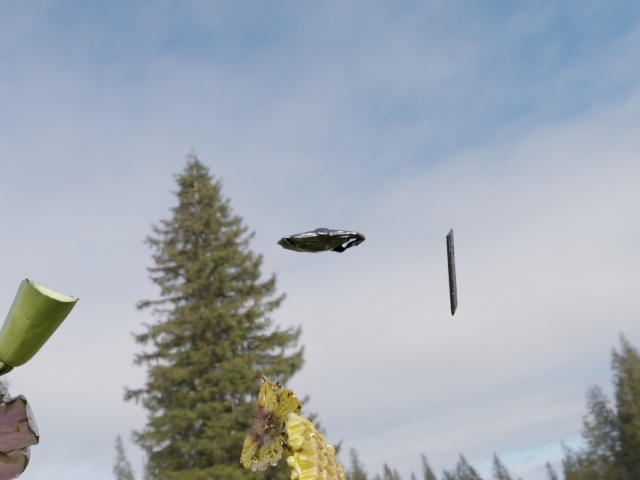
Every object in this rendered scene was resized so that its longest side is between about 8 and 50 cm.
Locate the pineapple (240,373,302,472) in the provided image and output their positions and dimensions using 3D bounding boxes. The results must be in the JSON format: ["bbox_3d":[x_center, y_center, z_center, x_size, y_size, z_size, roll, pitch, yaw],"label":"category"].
[{"bbox_3d":[-0.105,0.437,1.714,0.135,0.233,0.079,13,6,-44],"label":"pineapple"}]

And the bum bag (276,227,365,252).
[{"bbox_3d":[0.000,0.000,1.910,0.248,0.069,0.102,0,6,-19],"label":"bum bag"}]

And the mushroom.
[{"bbox_3d":[-0.573,0.317,1.246,0.141,0.188,0.117,-20,19,-20],"label":"mushroom"}]

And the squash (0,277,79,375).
[{"bbox_3d":[-0.670,0.204,1.640,0.137,0.137,0.287,14,-63,-50],"label":"squash"}]

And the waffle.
[{"bbox_3d":[0.009,0.499,1.434,0.062,0.329,0.329,-28,-22,3],"label":"waffle"}]

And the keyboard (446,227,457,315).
[{"bbox_3d":[0.306,0.073,1.666,0.010,0.198,0.063,0,18,21],"label":"keyboard"}]
